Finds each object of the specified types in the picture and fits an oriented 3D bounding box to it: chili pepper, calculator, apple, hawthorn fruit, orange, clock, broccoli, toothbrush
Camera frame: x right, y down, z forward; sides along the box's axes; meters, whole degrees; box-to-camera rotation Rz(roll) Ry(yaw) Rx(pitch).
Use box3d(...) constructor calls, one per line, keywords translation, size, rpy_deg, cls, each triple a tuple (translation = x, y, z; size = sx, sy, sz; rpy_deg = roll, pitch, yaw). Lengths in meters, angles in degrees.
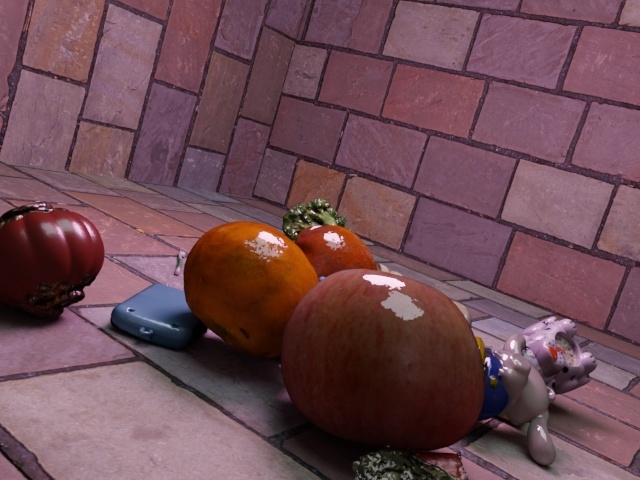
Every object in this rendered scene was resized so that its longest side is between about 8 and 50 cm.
box3d(translation=(0.123, 0.346, 0.893), size=(0.169, 0.065, 0.088), rpy_deg=(7, 37, -16), cls="chili pepper")
box3d(translation=(-0.313, 0.153, 1.287), size=(0.173, 0.051, 0.293), rpy_deg=(19, 9, 2), cls="calculator")
box3d(translation=(0.102, 0.185, 1.028), size=(0.345, 0.269, 0.345), rpy_deg=(6, -4, 0), cls="apple")
box3d(translation=(0.026, 0.114, 1.553), size=(0.298, 0.277, 0.277), rpy_deg=(44, 6, -7), cls="hawthorn fruit")
box3d(translation=(-0.131, 0.095, 1.212), size=(0.284, 0.226, 0.284), rpy_deg=(35, -24, 18), cls="orange")
box3d(translation=(0.505, 0.286, 1.458), size=(0.254, 0.189, 0.189), rpy_deg=(0, 18, -45), cls="clock")
box3d(translation=(0.000, 0.000, 2.170), size=(0.265, 0.294, 0.245), rpy_deg=(-29, 9, -16), cls="broccoli")
box3d(translation=(-0.407, 0.063, 1.800), size=(0.024, 0.018, 0.257), rpy_deg=(21, 7, -12), cls="toothbrush")

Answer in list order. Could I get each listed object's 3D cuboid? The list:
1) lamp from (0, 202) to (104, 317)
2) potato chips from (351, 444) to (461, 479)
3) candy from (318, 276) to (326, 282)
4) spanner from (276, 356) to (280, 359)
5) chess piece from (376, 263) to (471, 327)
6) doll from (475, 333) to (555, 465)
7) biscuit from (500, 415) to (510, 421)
box3d(translation=(-0.514, 0.040, 1.151), size=(0.227, 0.227, 0.227), rpy_deg=(16, 8, -2), cls="lamp")
box3d(translation=(0.139, 0.353, 0.795), size=(0.202, 0.029, 0.220), rpy_deg=(-2, 32, -32), cls="potato chips")
box3d(translation=(0.113, 0.200, 1.375), size=(0.306, 0.157, 0.100), rpy_deg=(19, 9, -26), cls="candy")
box3d(translation=(-0.066, 0.242, 1.280), size=(0.325, 0.026, 0.093), rpy_deg=(20, 8, 26), cls="spanner")
box3d(translation=(0.282, 0.200, 1.793), size=(0.330, 0.182, 0.182), rpy_deg=(20, 8, -11), cls="chess piece")
box3d(translation=(0.359, 0.263, 1.258), size=(0.242, 0.159, 0.311), rpy_deg=(9, 33, 15), cls="doll")
box3d(translation=(0.421, 0.360, 1.437), size=(0.160, 0.030, 0.249), rpy_deg=(21, 9, 28), cls="biscuit")
